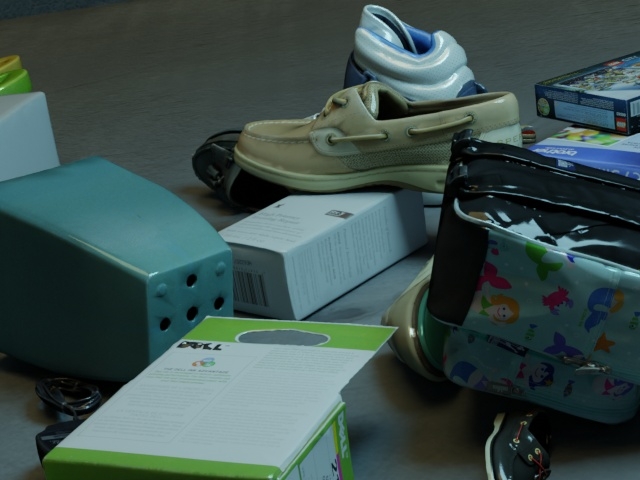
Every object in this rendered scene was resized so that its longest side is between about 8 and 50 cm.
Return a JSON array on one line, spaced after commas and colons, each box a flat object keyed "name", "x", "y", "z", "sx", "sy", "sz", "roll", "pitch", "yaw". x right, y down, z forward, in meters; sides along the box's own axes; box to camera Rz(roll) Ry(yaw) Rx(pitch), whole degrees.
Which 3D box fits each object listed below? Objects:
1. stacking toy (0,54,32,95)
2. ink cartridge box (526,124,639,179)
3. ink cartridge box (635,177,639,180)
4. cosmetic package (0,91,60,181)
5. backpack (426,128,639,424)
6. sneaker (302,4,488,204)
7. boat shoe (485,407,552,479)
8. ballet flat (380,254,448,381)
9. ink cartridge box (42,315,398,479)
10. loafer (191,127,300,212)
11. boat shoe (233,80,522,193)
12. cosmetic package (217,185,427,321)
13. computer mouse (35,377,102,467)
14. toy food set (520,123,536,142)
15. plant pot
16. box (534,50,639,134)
[{"name": "stacking toy", "x": -0.538, "y": -0.148, "z": 1.986, "sx": 0.309, "sy": 0.130, "sz": 0.279, "roll": -29, "pitch": 21, "yaw": -19}, {"name": "ink cartridge box", "x": 0.364, "y": -0.099, "z": 1.587, "sx": 0.186, "sy": 0.065, "sz": 0.311, "roll": 11, "pitch": 30, "yaw": 42}, {"name": "ink cartridge box", "x": 0.370, "y": -0.027, "z": 1.383, "sx": 0.150, "sy": 0.063, "sz": 0.109, "roll": -14, "pitch": 21, "yaw": -16}, {"name": "cosmetic package", "x": -0.501, "y": -0.033, "z": 1.605, "sx": 0.230, "sy": 0.161, "sz": 0.453, "roll": -4, "pitch": 21, "yaw": 16}, {"name": "backpack", "x": 0.216, "y": 0.032, "z": 1.091, "sx": 0.253, "sy": 0.191, "sz": 0.225, "roll": 9, "pitch": 22, "yaw": 4}, {"name": "sneaker", "x": 0.049, "y": -0.175, "z": 1.655, "sx": 0.323, "sy": 0.236, "sz": 0.130, "roll": 8, "pitch": 26, "yaw": 37}, {"name": "boat shoe", "x": 0.147, "y": 0.161, "z": 0.998, "sx": 0.042, "sy": 0.049, "sz": 0.133, "roll": -11, "pitch": 15, "yaw": 18}, {"name": "ballet flat", "x": 0.101, "y": 0.068, "z": 1.244, "sx": 0.086, "sy": 0.086, "sz": 0.248, "roll": 0, "pitch": 21, "yaw": 22}, {"name": "ink cartridge box", "x": -0.059, "y": 0.152, "z": 1.042, "sx": 0.188, "sy": 0.097, "sz": 0.255, "roll": 1, "pitch": 21, "yaw": 25}, {"name": "loafer", "x": -0.077, "y": -0.075, "z": 1.656, "sx": 0.267, "sy": 0.096, "sz": 0.084, "roll": 15, "pitch": 36, "yaw": 42}, {"name": "boat shoe", "x": 0.058, "y": -0.119, "z": 1.456, "sx": 0.341, "sy": 0.110, "sz": 0.121, "roll": 4, "pitch": 23, "yaw": 27}, {"name": "cosmetic package", "x": 0.000, "y": 0.000, "z": 1.434, "sx": 0.117, "sy": 0.085, "sz": 0.231, "roll": 9, "pitch": 28, "yaw": 38}, {"name": "computer mouse", "x": -0.211, "y": 0.166, "z": 1.159, "sx": 0.071, "sy": 0.041, "sz": 0.242, "roll": -5, "pitch": 12, "yaw": -15}, {"name": "toy food set", "x": 0.232, "y": -0.131, "z": 1.782, "sx": 0.122, "sy": 0.019, "sz": 0.078, "roll": -6, "pitch": 20, "yaw": -15}, {"name": "plant pot", "x": -0.200, "y": 0.039, "z": 1.299, "sx": 0.234, "sy": 0.166, "sz": 0.165, "roll": 20, "pitch": 28, "yaw": 40}, {"name": "box", "x": 0.404, "y": -0.191, "z": 1.667, "sx": 0.233, "sy": 0.044, "sz": 0.159, "roll": -19, "pitch": 22, "yaw": -28}]
